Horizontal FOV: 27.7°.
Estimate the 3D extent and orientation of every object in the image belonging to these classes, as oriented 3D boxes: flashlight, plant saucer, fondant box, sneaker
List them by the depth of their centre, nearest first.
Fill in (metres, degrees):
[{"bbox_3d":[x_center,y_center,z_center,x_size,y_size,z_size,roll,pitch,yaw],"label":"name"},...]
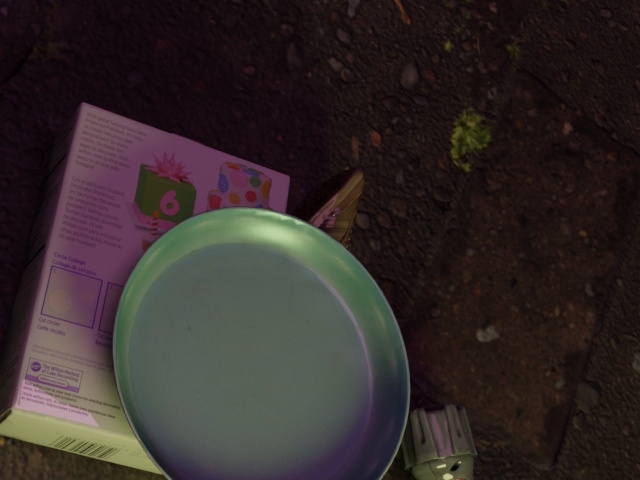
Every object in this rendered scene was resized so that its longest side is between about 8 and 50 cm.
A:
[{"bbox_3d":[-0.058,0.122,1.254,0.318,0.044,0.317,12,63,-26],"label":"plant saucer"},{"bbox_3d":[-0.174,0.055,1.299,0.238,0.096,0.330,19,63,-22],"label":"fondant box"},{"bbox_3d":[0.144,0.325,1.352,0.103,0.103,0.304,-4,73,-27],"label":"flashlight"},{"bbox_3d":[0.000,0.000,1.446,0.071,0.066,0.188,51,59,-21],"label":"sneaker"}]
